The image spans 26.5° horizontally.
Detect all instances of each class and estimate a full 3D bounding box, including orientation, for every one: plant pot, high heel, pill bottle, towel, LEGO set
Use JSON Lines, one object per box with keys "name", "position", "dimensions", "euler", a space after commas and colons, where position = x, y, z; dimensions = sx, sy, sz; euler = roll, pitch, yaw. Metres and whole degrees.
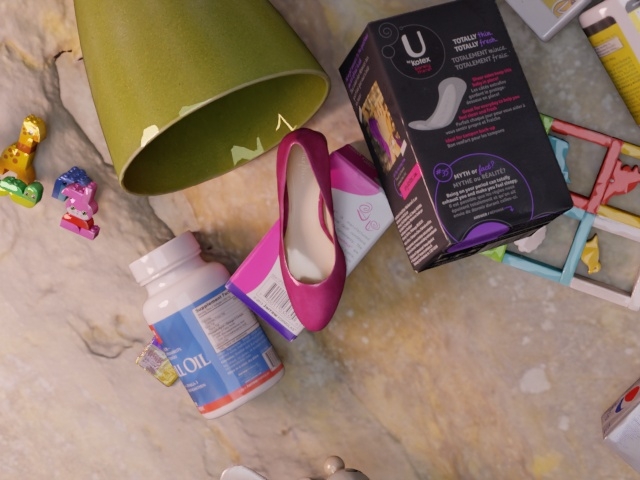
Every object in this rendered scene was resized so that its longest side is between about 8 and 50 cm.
{"name": "plant pot", "position": [-0.174, -0.247, 1.619], "dimensions": [0.275, 0.275, 0.293], "euler": [-31, 77, 13]}
{"name": "high heel", "position": [-0.015, -0.008, 1.569], "dimensions": [0.082, 0.117, 0.244], "euler": [6, 99, 9]}
{"name": "pill bottle", "position": [-0.149, 0.104, 1.722], "dimensions": [0.124, 0.124, 0.221], "euler": [-30, 92, 13]}
{"name": "pill bottle", "position": [0.400, -0.200, 1.583], "dimensions": [0.119, 0.119, 0.208], "euler": [-29, 94, 13]}
{"name": "towel", "position": [-0.199, 0.148, 1.795], "dimensions": [0.060, 0.009, 0.083], "euler": [41, 103, 2]}
{"name": "LEGO set", "position": [-0.365, -0.100, 1.739], "dimensions": [0.227, 0.087, 0.093], "euler": [24, 118, 5]}

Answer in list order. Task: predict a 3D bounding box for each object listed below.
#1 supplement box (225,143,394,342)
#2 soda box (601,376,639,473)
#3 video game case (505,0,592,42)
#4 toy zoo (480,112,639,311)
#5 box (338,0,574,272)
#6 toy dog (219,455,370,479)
{"name": "supplement box", "position": [0.000, 0.000, 1.686], "dimensions": [0.111, 0.114, 0.220], "euler": [40, 104, 2]}
{"name": "soda box", "position": [0.478, 0.293, 1.664], "dimensions": [0.286, 0.098, 0.091], "euler": [41, 104, 1]}
{"name": "video game case", "position": [0.279, -0.381, 1.588], "dimensions": [0.227, 0.026, 0.206], "euler": [-43, 72, 13]}
{"name": "toy zoo", "position": [0.327, -0.036, 1.667], "dimensions": [0.293, 0.030, 0.192], "euler": [19, 102, 6]}
{"name": "box", "position": [0.152, -0.123, 1.568], "dimensions": [0.165, 0.143, 0.270], "euler": [-16, 80, -16]}
{"name": "toy dog", "position": [-0.086, 0.350, 1.739], "dimensions": [0.333, 0.220, 0.161], "euler": [-22, 64, 5]}
